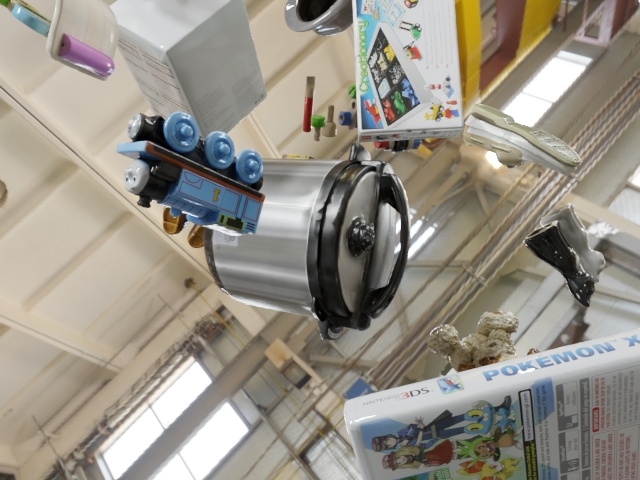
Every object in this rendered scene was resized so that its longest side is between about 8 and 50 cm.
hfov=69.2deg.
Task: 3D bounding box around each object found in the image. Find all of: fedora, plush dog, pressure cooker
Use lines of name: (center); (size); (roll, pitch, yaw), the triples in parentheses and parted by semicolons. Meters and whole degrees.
fedora: (0.033, -0.720, 1.417); (0.275, 0.244, 0.124); (-36, -37, 21)
plush dog: (0.433, 0.319, 1.200); (0.262, 0.225, 0.211); (-12, -81, -8)
pressure cooker: (-0.003, 0.001, 1.060); (0.375, 0.420, 0.370); (-51, -43, -46)

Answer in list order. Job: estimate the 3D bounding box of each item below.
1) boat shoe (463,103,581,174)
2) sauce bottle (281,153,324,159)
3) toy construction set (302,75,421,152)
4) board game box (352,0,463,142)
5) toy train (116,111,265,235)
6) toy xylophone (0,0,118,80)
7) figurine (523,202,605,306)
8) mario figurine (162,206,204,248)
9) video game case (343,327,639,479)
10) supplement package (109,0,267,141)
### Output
boat shoe: (0.493, -0.234, 1.160); (0.113, 0.302, 0.103); (-12, -47, -39)
sauce bottle: (-0.050, -0.232, 1.371); (0.128, 0.042, 0.042); (0, -58, -20)
toy construction set: (0.114, -0.363, 1.129); (0.308, 0.257, 0.237); (4, -60, -1)
board game box: (0.161, -0.345, 0.885); (0.053, 0.192, 0.306); (59, -151, -82)
toy train: (-0.140, -0.072, 0.532); (0.184, 0.080, 0.105); (22, -103, -50)
toy xylophone: (-0.372, -0.304, 0.481); (0.081, 0.322, 0.236); (-55, -7, 7)
figurine: (0.629, 0.035, 1.162); (0.215, 0.209, 0.092); (-31, -4, -43)
mario figurine: (-0.289, -0.121, 1.190); (0.170, 0.321, 0.198); (-20, -65, 11)
video game case: (0.202, 0.249, 0.445); (0.299, 0.036, 0.329); (-14, -66, 2)
supplement package: (-0.269, -0.379, 0.974); (0.199, 0.198, 0.263); (-49, -22, -20)
